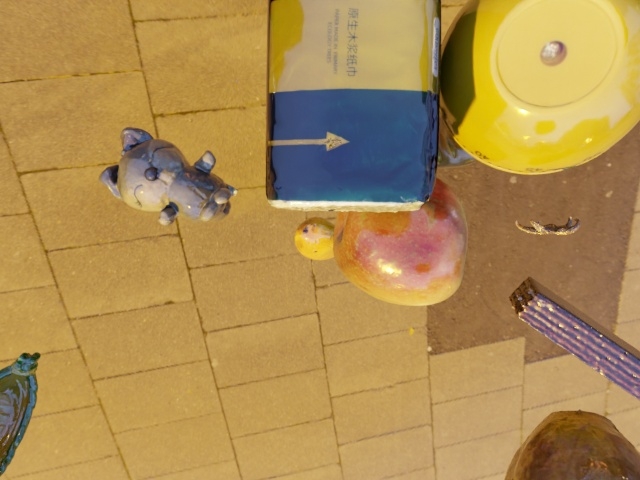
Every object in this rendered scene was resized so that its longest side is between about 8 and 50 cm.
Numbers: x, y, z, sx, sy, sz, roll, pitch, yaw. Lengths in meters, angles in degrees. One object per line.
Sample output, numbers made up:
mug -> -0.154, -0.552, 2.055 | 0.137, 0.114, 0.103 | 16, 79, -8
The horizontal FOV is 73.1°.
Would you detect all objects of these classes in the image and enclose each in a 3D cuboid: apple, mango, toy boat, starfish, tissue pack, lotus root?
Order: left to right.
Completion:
toy boat -> -0.452, 0.265, 0.588 | 0.088, 0.229, 0.089 | -18, 140, 43
mango -> -0.003, 0.002, 1.770 | 0.187, 0.359, 0.143 | -23, 70, 4
tissue pack -> 0.051, -0.253, 0.677 | 0.254, 0.264, 0.415 | 0, 92, 7
apple -> 0.171, -0.011, 0.980 | 0.278, 0.319, 0.318 | 3, 110, -1
starfish -> 0.358, -0.023, 0.682 | 0.091, 0.078, 0.028 | 1, 95, 27
lotus root -> 0.325, 0.318, 0.538 | 0.188, 0.179, 0.199 | 8, 142, 17

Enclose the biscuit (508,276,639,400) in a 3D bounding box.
biscuit -> 0.575, 0.220, 0.889 | 0.389, 0.107, 0.073 | 35, 111, 2

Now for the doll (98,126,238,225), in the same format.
doll -> -0.471, -0.154, 1.347 | 0.383, 0.378, 0.252 | 28, 68, -4

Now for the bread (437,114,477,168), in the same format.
bread -> 0.302, -0.250, 1.054 | 0.214, 0.213, 0.104 | -16, 124, -5

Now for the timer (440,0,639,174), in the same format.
timer -> 0.377, -0.290, 0.762 | 0.377, 0.387, 0.375 | 3, 99, 17
